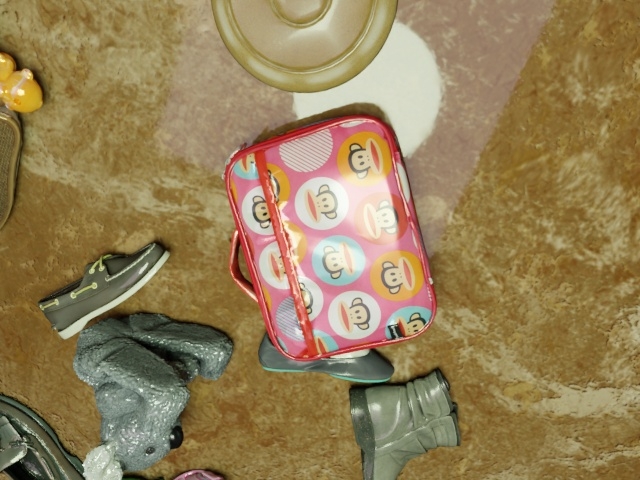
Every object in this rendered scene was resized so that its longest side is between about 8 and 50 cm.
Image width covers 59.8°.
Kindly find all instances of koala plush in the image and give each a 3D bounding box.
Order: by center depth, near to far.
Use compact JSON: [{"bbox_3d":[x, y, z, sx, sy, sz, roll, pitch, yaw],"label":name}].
[{"bbox_3d":[-0.263,0.240,0.813,0.203,0.196,0.222,17,111,12],"label":"koala plush"}]

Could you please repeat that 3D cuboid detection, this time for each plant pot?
[{"bbox_3d":[-0.023,-0.299,0.675,0.236,0.032,0.237,2,110,6],"label":"plant pot"}]

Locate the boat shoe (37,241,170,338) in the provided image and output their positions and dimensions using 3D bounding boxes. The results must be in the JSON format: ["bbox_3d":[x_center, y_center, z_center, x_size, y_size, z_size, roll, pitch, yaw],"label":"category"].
[{"bbox_3d":[-0.317,0.063,0.804,0.227,0.081,0.069,-33,106,18],"label":"boat shoe"}]

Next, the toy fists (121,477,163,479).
[{"bbox_3d":[-0.316,0.533,0.960,0.142,0.096,0.279,-11,106,-1],"label":"toy fists"}]

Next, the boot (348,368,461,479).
[{"bbox_3d":[0.139,0.319,0.847,0.161,0.083,0.247,-10,109,3],"label":"boot"}]

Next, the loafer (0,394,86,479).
[{"bbox_3d":[-0.486,0.366,0.924,0.096,0.084,0.267,-40,100,17],"label":"loafer"}]

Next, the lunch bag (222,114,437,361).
[{"bbox_3d":[0.000,0.000,0.722,0.258,0.120,0.293,-14,98,12],"label":"lunch bag"}]

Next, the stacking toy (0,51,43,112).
[{"bbox_3d":[-0.479,-0.267,0.686,0.301,0.166,0.175,37,119,-18],"label":"stacking toy"}]

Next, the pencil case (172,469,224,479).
[{"bbox_3d":[-0.180,0.529,0.934,0.124,0.124,0.284,-11,108,10],"label":"pencil case"}]

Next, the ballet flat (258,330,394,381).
[{"bbox_3d":[0.008,0.161,0.811,0.203,0.074,0.074,4,109,7],"label":"ballet flat"}]

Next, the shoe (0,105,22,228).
[{"bbox_3d":[-0.468,-0.092,0.787,0.076,0.058,0.219,17,118,-33],"label":"shoe"}]
